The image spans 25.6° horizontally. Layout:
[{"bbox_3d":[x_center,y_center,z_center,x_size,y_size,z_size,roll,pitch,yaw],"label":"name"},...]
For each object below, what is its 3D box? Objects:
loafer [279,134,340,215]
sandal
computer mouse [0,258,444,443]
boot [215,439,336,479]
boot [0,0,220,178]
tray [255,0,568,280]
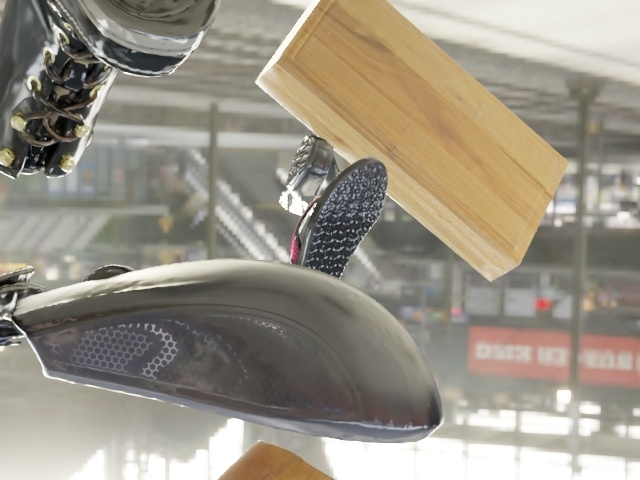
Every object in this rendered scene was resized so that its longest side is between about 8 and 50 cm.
[{"bbox_3d":[0.000,-0.072,1.697,0.078,0.076,0.223,20,168,-1],"label":"loafer"},{"bbox_3d":[0.000,0.000,1.212,0.067,0.179,0.040,4,-146,-39],"label":"sandal"},{"bbox_3d":[-0.069,0.038,0.689,0.272,0.072,0.188,10,-178,5],"label":"computer mouse"},{"bbox_3d":[-0.081,0.340,1.441,0.280,0.096,0.264,-30,-151,-28],"label":"boot"},{"bbox_3d":[-0.130,-0.100,0.782,0.085,0.179,0.236,10,-150,-25],"label":"boot"},{"bbox_3d":[0.131,-0.155,1.863,0.411,0.203,0.076,39,144,-11],"label":"tray"}]
